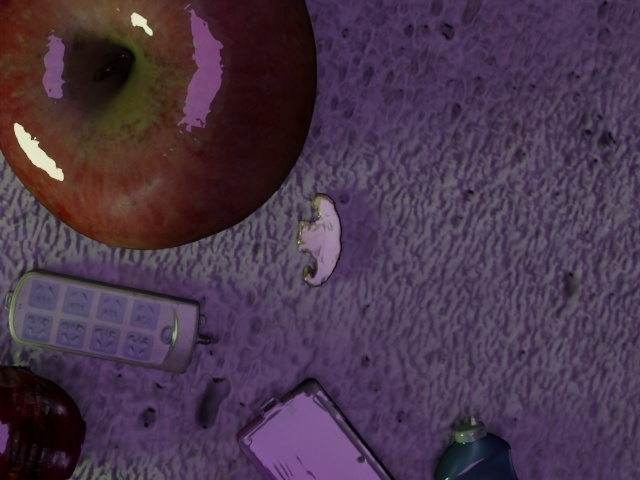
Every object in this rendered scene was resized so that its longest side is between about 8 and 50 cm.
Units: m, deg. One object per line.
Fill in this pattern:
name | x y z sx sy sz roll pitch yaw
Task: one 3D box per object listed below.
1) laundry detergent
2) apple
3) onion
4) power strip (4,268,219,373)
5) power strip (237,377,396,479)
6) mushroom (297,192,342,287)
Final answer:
laundry detergent | 0.182 0.290 1.372 0.096 0.061 0.206 -15 96 -3
apple | -0.153 -0.167 1.203 0.344 0.269 0.345 2 97 13
onion | -0.303 0.223 1.250 0.135 0.173 0.198 4 80 -25
power strip | -0.218 0.086 1.322 0.226 0.029 0.080 11 94 -8
power strip | 0.027 0.277 1.364 0.109 0.037 0.279 -38 98 -3
mushroom | -0.001 0.000 1.346 0.049 0.019 0.101 7 92 -8
